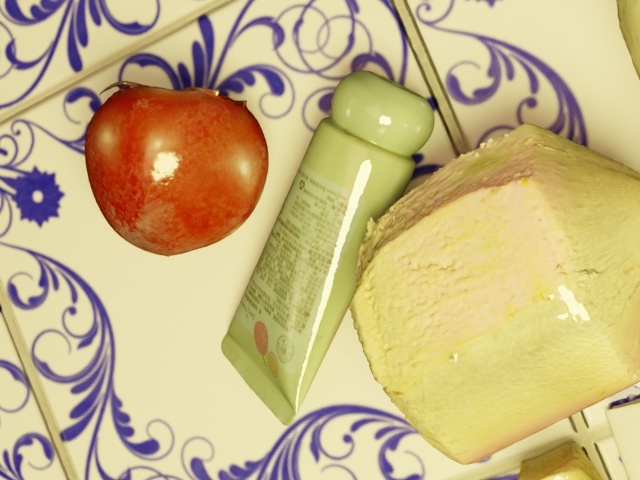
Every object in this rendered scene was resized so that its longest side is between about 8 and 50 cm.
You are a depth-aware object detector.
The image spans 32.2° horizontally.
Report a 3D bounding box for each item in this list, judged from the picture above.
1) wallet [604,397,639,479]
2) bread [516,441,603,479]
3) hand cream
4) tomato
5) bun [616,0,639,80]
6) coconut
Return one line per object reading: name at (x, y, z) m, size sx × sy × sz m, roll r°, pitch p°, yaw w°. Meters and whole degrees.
wallet at (0.291, 0.194, 0.943) m, size 0.061 × 0.025 × 0.122 m, roll -20°, pitch 88°, yaw 16°
bread at (0.232, 0.263, 0.916) m, size 0.068 × 0.125 × 0.188 m, roll -33°, pitch 84°, yaw 10°
hand cream at (0.000, 0.000, 0.985) m, size 0.147 × 0.093 × 0.306 m, roll 40°, pitch 107°, yaw 50°
tomato at (-0.136, -0.063, 0.997) m, size 0.167 × 0.167 × 0.167 m, roll 1°, pitch 94°, yaw 18°
bun at (0.402, -0.150, 0.793) m, size 0.359 × 0.211 × 0.360 m, roll -3°, pitch 83°, yaw 25°
coconut at (0.160, 0.031, 0.868) m, size 0.245 × 0.233 × 0.233 m, roll -35°, pitch 83°, yaw 19°
